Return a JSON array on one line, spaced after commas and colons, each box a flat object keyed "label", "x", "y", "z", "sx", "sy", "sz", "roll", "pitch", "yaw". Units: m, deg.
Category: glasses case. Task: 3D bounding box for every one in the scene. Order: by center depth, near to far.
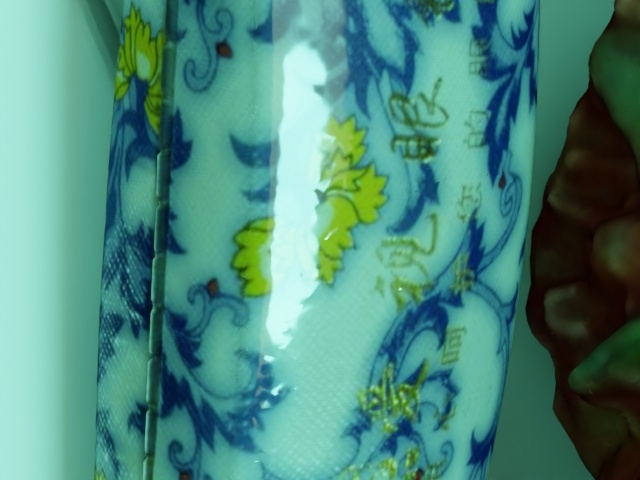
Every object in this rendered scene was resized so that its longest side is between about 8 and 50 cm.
[{"label": "glasses case", "x": 0.000, "y": 0.000, "z": 0.357, "sx": 0.087, "sy": 0.065, "sz": 0.248, "roll": -7, "pitch": 105, "yaw": -45}]

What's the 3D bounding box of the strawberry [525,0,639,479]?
[{"label": "strawberry", "x": 0.176, "y": -0.028, "z": 0.441, "sx": 0.280, "sy": 0.150, "sz": 0.253, "roll": 0, "pitch": 132, "yaw": -44}]
